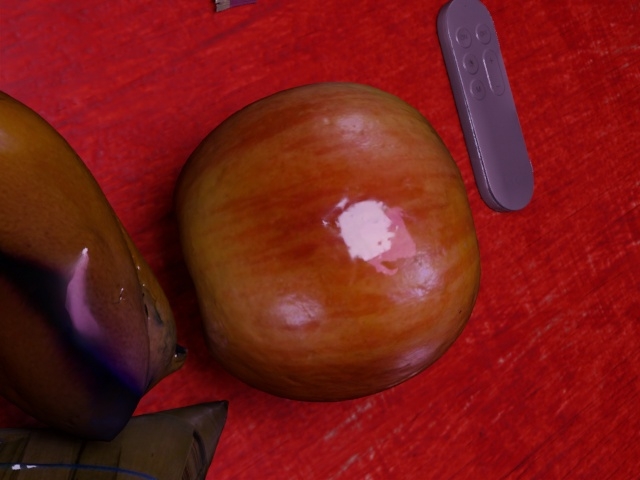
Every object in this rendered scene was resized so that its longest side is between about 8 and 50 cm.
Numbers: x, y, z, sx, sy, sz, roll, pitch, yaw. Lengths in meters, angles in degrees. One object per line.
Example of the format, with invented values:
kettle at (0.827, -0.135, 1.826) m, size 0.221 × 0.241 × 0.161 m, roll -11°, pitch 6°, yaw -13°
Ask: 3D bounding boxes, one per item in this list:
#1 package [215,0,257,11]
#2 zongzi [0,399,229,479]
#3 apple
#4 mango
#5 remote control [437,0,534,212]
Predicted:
package at (-0.088, -0.261, 1.134) m, size 0.059 × 0.029 × 0.083 m, roll -27°, pitch 110°, yaw -45°
zongzi at (-0.212, 0.169, 0.929) m, size 0.260 × 0.123 × 0.289 m, roll 21°, pitch 32°, yaw -7°
apple at (0.000, 0.000, 1.004) m, size 0.233 × 0.286 × 0.286 m, roll -16°, pitch 92°, yaw -9°
mango at (-0.217, 0.014, 0.884) m, size 0.287 × 0.201 × 0.152 m, roll 50°, pitch 55°, yaw 2°
remote control at (0.184, -0.151, 1.328) m, size 0.077 × 0.022 × 0.245 m, roll -17°, pitch 92°, yaw -36°
